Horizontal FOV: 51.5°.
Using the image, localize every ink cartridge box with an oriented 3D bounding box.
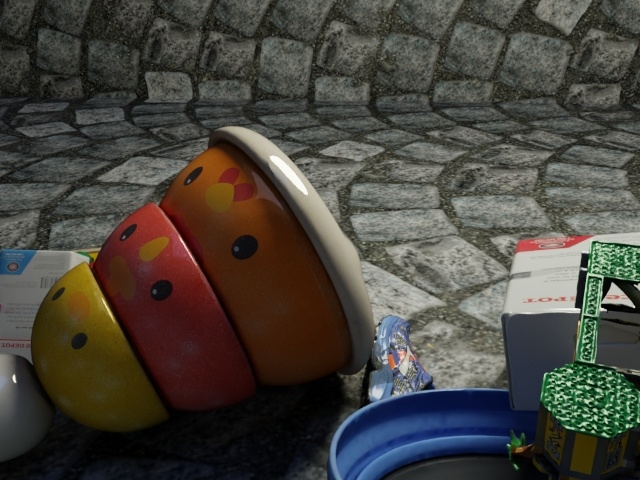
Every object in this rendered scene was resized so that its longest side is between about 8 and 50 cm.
[{"bbox_3d":[-0.390,0.107,0.923,0.104,0.182,0.061,1,-10,5],"label":"ink cartridge box"},{"bbox_3d":[0.318,0.081,0.750,0.196,0.114,0.273,-4,13,22],"label":"ink cartridge box"}]

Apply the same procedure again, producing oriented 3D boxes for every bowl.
[{"bbox_3d":[0.198,0.228,0.565,0.390,0.077,0.391,3,7,0],"label":"bowl"}]

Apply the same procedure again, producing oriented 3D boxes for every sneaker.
[{"bbox_3d":[0.098,0.175,0.827,0.087,0.083,0.221,15,31,2],"label":"sneaker"}]

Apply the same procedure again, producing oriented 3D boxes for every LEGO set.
[{"bbox_3d":[0.305,0.147,0.482,0.330,0.192,0.255,2,36,14],"label":"LEGO set"}]

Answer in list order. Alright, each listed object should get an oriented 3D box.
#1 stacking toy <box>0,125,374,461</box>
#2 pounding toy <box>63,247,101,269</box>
[{"bbox_3d":[-0.207,0.113,0.783,0.479,0.351,0.350,-31,34,-18],"label":"stacking toy"},{"bbox_3d":[-0.302,0.075,1.026,0.205,0.094,0.181,-6,24,-10],"label":"pounding toy"}]
